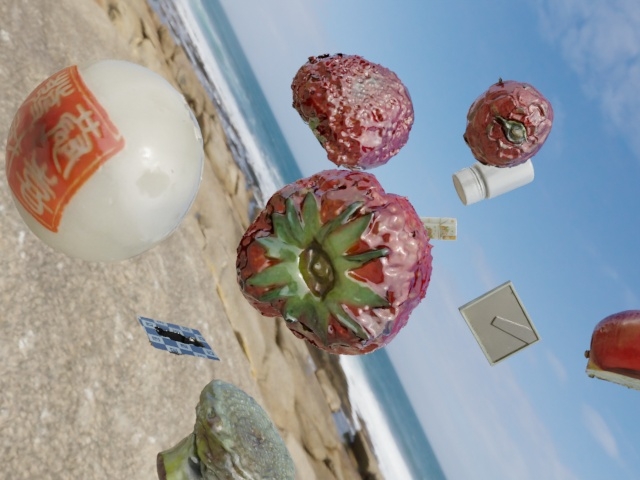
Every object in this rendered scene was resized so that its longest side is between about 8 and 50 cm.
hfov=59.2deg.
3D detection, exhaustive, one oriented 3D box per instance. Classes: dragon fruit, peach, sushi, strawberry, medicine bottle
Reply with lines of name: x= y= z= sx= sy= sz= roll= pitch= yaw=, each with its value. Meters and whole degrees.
dragon fruit: x=0.526 y=-0.328 z=1.616 sx=0.245 sy=0.244 sz=0.299 roll=65 pitch=-15 yaw=4
peach: x=0.617 y=0.207 z=0.997 sx=0.267 sy=0.159 sz=0.154 roll=17 pitch=-7 yaw=41
sushi: x=-0.421 y=0.304 z=1.626 sx=0.215 sy=0.051 sz=0.192 roll=23 pitch=7 yaw=-38
strawberry: x=0.078 y=-0.278 z=1.194 sx=0.274 sy=0.220 sz=0.274 roll=55 pitch=10 yaw=-15
medicine bottle: x=0.600 y=-0.222 z=1.970 sx=0.144 sy=0.251 sz=0.145 roll=-24 pitch=90 yaw=-89
strawberry: x=0.028 y=0.022 z=0.764 sx=0.250 sy=0.239 sz=0.288 roll=38 pitch=12 yaw=14

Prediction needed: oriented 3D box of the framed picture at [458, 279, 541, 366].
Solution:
framed picture: x=0.461 y=0.215 z=1.445 sx=0.203 sy=0.150 sz=0.015 roll=56 pitch=9 yaw=-20

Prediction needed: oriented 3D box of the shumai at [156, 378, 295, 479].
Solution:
shumai: x=-0.249 y=0.537 z=1.367 sx=0.304 sy=0.263 sz=0.309 roll=49 pitch=9 yaw=-31

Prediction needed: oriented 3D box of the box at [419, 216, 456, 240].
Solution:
box: x=0.323 y=-0.040 z=1.806 sx=0.122 sy=0.220 sz=0.032 roll=63 pitch=32 yaw=-62

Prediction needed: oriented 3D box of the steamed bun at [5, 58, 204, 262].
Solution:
steamed bun: x=-0.405 y=-0.147 z=1.011 sx=0.375 sy=0.374 sz=0.241 roll=65 pitch=18 yaw=12
